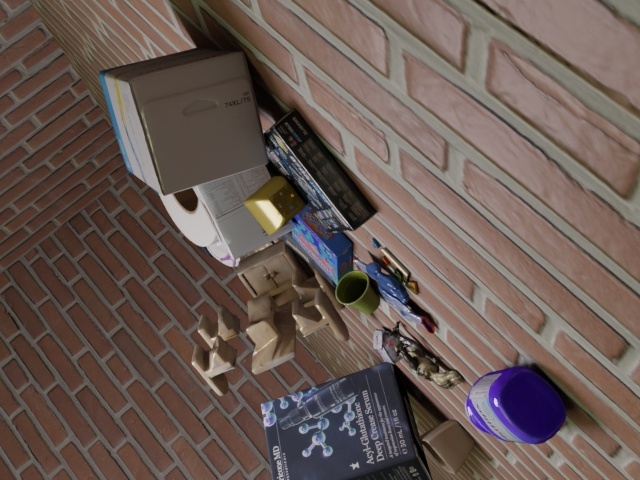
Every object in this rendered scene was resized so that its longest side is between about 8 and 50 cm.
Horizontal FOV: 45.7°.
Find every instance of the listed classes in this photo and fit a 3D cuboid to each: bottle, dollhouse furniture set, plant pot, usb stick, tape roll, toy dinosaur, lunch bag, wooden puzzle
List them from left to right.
[{"bbox_3d":[-0.331,-0.174,1.911,0.392,0.072,0.392,40,143,40],"label":"tape roll"},{"bbox_3d":[-0.074,-0.067,1.366,0.081,0.081,0.083,52,160,-11],"label":"plant pot"},{"bbox_3d":[-0.100,0.221,2.013,0.256,0.362,0.394,57,-165,-28],"label":"dollhouse furniture set"},{"bbox_3d":[-0.033,0.020,1.828,0.278,0.045,0.077,41,167,40],"label":"usb stick"},{"bbox_3d":[0.088,0.118,1.633,0.079,0.083,0.083,43,176,-42],"label":"plant pot"},{"bbox_3d":[0.160,0.253,1.839,0.083,0.053,0.071,60,166,-5],"label":"lunch bag"},{"bbox_3d":[0.132,0.049,1.370,0.116,0.014,0.078,45,168,22],"label":"wooden puzzle"},{"bbox_3d":[0.199,0.245,1.650,0.118,0.064,0.268,48,174,-26],"label":"toy dinosaur"},{"bbox_3d":[0.330,0.519,1.944,0.109,0.096,0.109,49,169,4],"label":"plant pot"},{"bbox_3d":[0.301,0.271,1.243,0.118,0.092,0.283,47,169,7],"label":"bottle"}]

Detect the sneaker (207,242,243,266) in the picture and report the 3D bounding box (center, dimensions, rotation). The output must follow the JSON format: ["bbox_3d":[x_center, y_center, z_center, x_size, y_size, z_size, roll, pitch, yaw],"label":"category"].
[{"bbox_3d":[-0.270,-0.069,2.157,0.114,0.152,0.305,1,122,31],"label":"sneaker"}]

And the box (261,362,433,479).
[{"bbox_3d":[0.069,0.557,2.090,0.212,0.395,0.293,62,-170,-49],"label":"box"}]

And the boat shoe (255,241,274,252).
[{"bbox_3d":[-0.134,0.106,2.364,0.302,0.098,0.109,51,169,-10],"label":"boat shoe"}]

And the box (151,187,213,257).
[{"bbox_3d":[-0.344,-0.108,2.253,0.103,0.184,0.261,34,162,54],"label":"box"}]

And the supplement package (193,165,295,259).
[{"bbox_3d":[-0.180,-0.095,1.623,0.203,0.149,0.194,65,171,-16],"label":"supplement package"}]

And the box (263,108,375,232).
[{"bbox_3d":[-0.014,-0.111,1.305,0.220,0.051,0.175,51,169,-7],"label":"box"}]

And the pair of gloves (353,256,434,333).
[{"bbox_3d":[0.140,0.098,1.453,0.159,0.023,0.198,35,167,51],"label":"pair of gloves"}]

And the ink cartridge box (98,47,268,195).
[{"bbox_3d":[-0.245,-0.219,1.335,0.270,0.198,0.197,30,135,61],"label":"ink cartridge box"}]

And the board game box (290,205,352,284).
[{"bbox_3d":[0.000,0.000,1.629,0.160,0.047,0.210,46,169,16],"label":"board game box"}]
